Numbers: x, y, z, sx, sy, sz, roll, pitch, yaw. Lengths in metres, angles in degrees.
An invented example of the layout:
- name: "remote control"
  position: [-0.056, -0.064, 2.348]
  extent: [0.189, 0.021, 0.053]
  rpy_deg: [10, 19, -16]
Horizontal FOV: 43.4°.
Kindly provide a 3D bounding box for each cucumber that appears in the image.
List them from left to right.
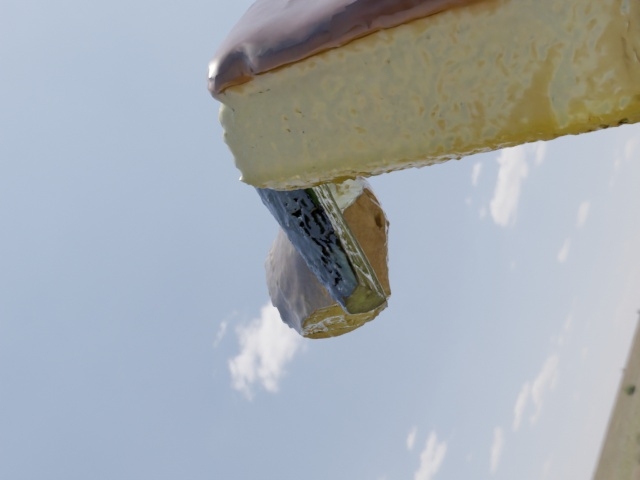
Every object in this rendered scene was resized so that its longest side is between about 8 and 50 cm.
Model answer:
- name: "cucumber"
  position: [-0.018, -0.022, 0.758]
  extent: [0.062, 0.211, 0.078]
  rpy_deg: [-33, -22, 13]

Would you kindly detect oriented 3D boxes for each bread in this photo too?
- name: "bread"
  position: [0.112, -0.186, 0.632]
  extent: [0.143, 0.333, 0.324]
  rpy_deg: [64, -147, -25]

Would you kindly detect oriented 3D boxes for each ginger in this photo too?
- name: "ginger"
  position: [0.000, 0.000, 0.965]
  extent: [0.130, 0.221, 0.275]
  rpy_deg: [-18, -11, -27]
